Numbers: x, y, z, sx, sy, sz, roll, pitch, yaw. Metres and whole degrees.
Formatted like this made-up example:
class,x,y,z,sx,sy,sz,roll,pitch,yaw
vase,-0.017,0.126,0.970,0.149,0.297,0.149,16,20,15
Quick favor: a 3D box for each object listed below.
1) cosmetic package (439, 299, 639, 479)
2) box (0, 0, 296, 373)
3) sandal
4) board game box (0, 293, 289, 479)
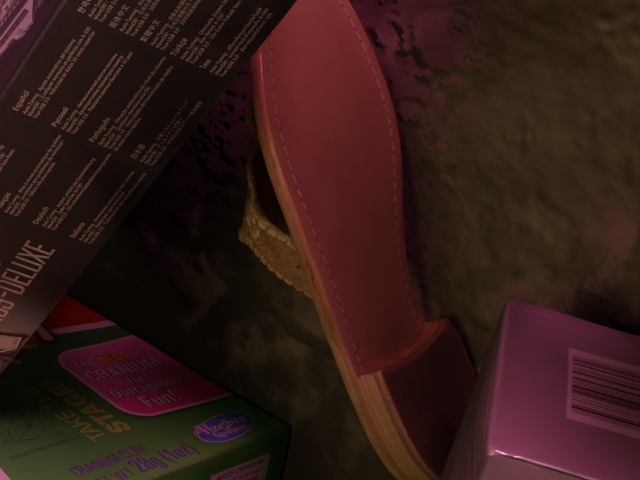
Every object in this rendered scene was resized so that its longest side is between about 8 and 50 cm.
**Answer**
class,x,y,z,sx,sy,sz,roll,pitch,yaw
cosmetic package,0.078,0.159,0.527,0.107,0.127,0.238,15,116,4
box,-0.119,-0.104,0.607,0.307,0.076,0.242,-46,34,36
sandal,-0.004,0.002,0.606,0.079,0.088,0.240,-17,94,42
board game box,-0.213,0.084,0.695,0.316,0.242,0.064,26,113,33
